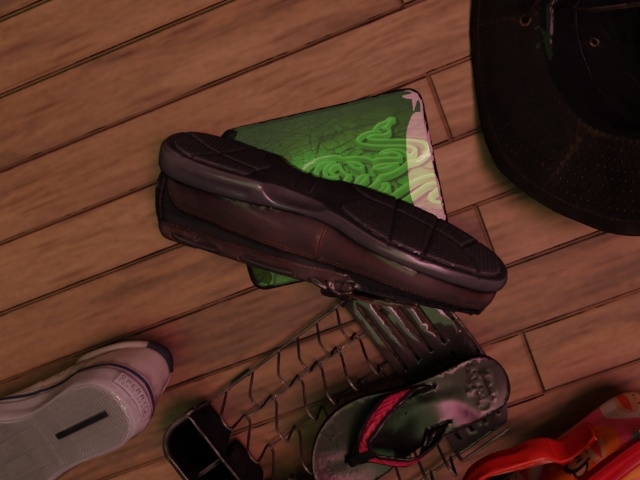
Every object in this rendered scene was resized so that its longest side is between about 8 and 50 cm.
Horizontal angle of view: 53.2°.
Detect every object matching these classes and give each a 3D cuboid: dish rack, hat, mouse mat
[{"bbox_3d":[0.026,0.166,0.570,0.272,0.074,0.208,-37,95,5],"label":"dish rack"},{"bbox_3d":[0.258,-0.172,0.469,0.134,0.331,0.331,-11,98,-36],"label":"hat"},{"bbox_3d":[0.013,-0.045,0.581,0.190,0.007,0.152,-13,95,4],"label":"mouse mat"}]

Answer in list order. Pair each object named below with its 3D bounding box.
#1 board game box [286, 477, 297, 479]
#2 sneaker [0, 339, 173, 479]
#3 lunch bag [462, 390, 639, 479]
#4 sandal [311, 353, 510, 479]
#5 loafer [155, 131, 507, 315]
[{"bbox_3d":[0.005,0.253,0.533,0.090,0.020,0.090,13,95,1],"label":"board game box"},{"bbox_3d":[-0.233,0.162,0.579,0.258,0.091,0.094,-21,100,26],"label":"sneaker"},{"bbox_3d":[0.230,0.272,0.536,0.258,0.120,0.293,43,103,-5],"label":"lunch bag"},{"bbox_3d":[0.070,0.147,0.513,0.179,0.040,0.067,-28,94,3],"label":"sandal"},{"bbox_3d":[0.000,0.000,0.543,0.303,0.109,0.095,22,116,7],"label":"loafer"}]
